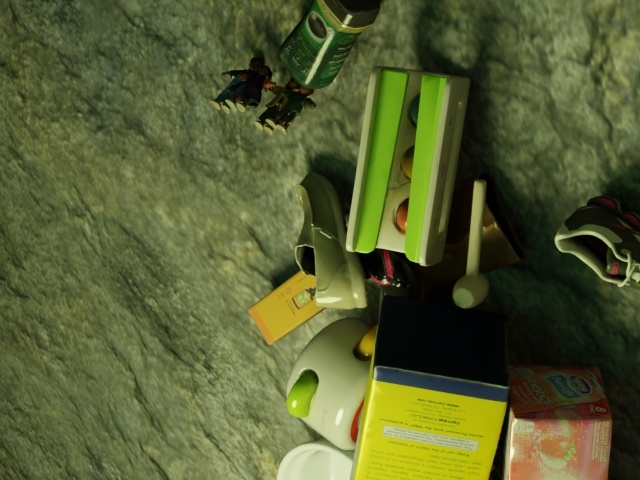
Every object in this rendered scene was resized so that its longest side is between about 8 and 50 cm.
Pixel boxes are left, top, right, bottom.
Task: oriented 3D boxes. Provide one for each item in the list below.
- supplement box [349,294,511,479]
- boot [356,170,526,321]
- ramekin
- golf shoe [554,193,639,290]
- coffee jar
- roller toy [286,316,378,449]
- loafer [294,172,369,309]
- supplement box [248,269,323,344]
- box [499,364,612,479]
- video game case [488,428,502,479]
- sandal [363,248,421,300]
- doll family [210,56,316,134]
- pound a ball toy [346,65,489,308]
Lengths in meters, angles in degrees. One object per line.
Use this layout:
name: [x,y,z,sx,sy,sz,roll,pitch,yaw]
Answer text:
supplement box: [0.155,0.290,1.992,0.195,0.194,0.356,10,120,1]
boot: [0.208,0.062,2.036,0.280,0.096,0.264,-26,77,42]
ramekin: [0.068,0.450,2.308,0.277,0.135,0.277,22,124,37]
golf shoe: [0.436,0.041,1.763,0.273,0.120,0.105,29,125,31]
coffee jar: [0.014,-0.321,2.033,0.096,0.079,0.184,55,138,15]
roller toy: [0.056,0.234,2.178,0.146,0.209,0.191,34,170,29]
loafer: [0.000,0.000,2.123,0.102,0.092,0.268,85,167,-49]
supplement box: [-0.024,0.093,2.272,0.233,0.080,0.078,-37,83,49]
box: [0.336,0.345,1.945,0.142,0.154,0.300,1,114,4]
video game case: [0.269,0.373,2.142,0.232,0.042,0.210,14,117,40]
sandal: [0.091,0.030,2.048,0.067,0.040,0.179,-49,63,35]
doll family: [-0.088,-0.239,2.158,0.193,0.111,0.076,29,162,18]
pound a ball toy: [0.166,-0.079,1.930,0.208,0.136,0.319,11,100,21]
